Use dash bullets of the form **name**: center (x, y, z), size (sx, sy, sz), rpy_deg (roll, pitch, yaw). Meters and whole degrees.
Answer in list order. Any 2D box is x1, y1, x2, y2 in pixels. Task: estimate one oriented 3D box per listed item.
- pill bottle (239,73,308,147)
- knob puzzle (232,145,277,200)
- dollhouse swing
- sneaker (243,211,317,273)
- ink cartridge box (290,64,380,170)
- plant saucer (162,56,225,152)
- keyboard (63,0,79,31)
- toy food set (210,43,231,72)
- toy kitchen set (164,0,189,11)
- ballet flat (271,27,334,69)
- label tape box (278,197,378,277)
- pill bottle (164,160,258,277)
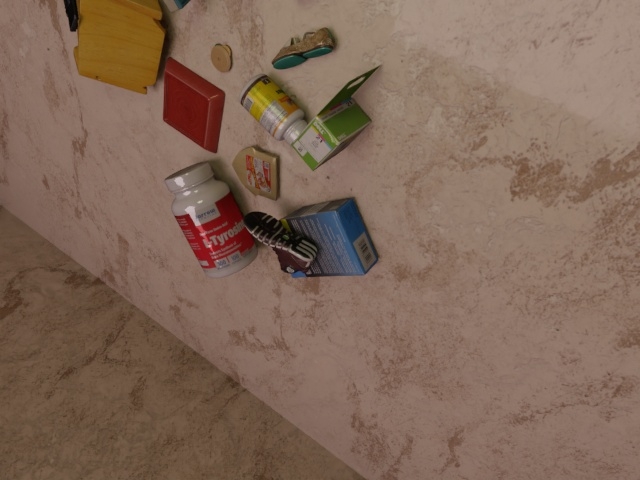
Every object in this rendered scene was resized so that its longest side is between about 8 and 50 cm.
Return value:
- **pill bottle**: center (-0.131, -0.381, 1.287), size (0.215, 0.117, 0.117), rpy_deg (45, 137, 0)
- **knob puzzle**: center (-0.227, -0.245, 1.524), size (0.213, 0.030, 0.213), rpy_deg (20, 132, 24)
- **dollhouse swing**: center (-0.684, -0.759, 1.460), size (0.315, 0.305, 0.347), rpy_deg (12, 146, -23)
- **sneaker**: center (-0.149, 0.028, 1.467), size (0.281, 0.106, 0.162), rpy_deg (32, 140, 16)
- **ink cartridge box**: center (0.065, -0.318, 1.133), size (0.097, 0.189, 0.255), rpy_deg (50, 136, -3)
- **plant saucer**: center (-0.464, -0.465, 1.530), size (0.259, 0.048, 0.258), rpy_deg (35, 135, 12)
- **keyboard**: center (-0.771, -0.740, 1.336), size (0.108, 0.023, 0.180), rpy_deg (-16, 83, 49)
- **toy food set**: center (-0.311, -0.570, 1.355), size (0.082, 0.020, 0.083), rpy_deg (19, 131, 26)
- **toy kitchen set**: center (-0.363, -0.739, 1.122), size (0.166, 0.122, 0.207), rpy_deg (3, 143, 30)
- **ballet flat**: center (-0.050, -0.522, 1.173), size (0.206, 0.073, 0.067), rpy_deg (-2, 92, 35)
- **label tape box**: center (0.000, 0.000, 1.477), size (0.333, 0.106, 0.241), rpy_deg (-6, 117, 43)
- **pill bottle**: center (-0.416, -0.080, 1.644), size (0.229, 0.229, 0.408), rpy_deg (-3, 119, 39)
